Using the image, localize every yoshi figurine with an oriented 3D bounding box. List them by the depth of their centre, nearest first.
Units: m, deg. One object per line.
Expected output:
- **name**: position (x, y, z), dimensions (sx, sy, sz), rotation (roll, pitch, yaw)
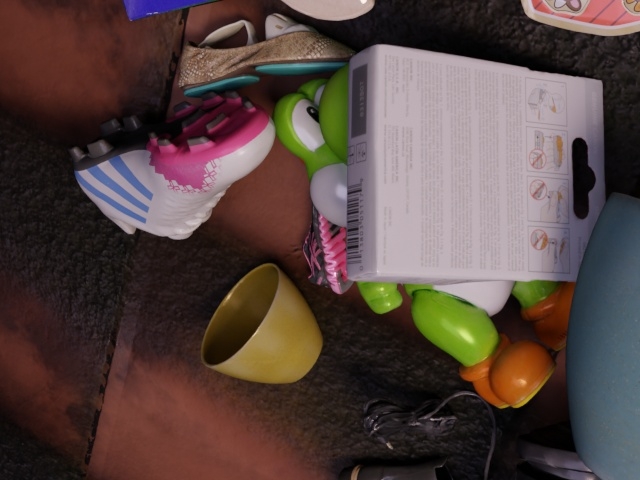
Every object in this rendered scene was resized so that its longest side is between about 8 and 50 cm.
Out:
- **yoshi figurine**: position (0.104, -0.031, 0.919), dimensions (0.362, 0.203, 0.203), rotation (45, 110, 6)

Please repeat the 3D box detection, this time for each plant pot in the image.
- **plant pot**: position (0.306, 0.118, 0.765), dimensions (0.290, 0.290, 0.195), rotation (30, 95, 14)
- **plant pot**: position (-0.055, 0.107, 1.111), dimensions (0.095, 0.134, 0.134), rotation (38, 130, -23)

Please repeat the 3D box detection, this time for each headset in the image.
- **headset**: position (0.197, 0.272, 0.938), dimensions (0.394, 0.185, 0.243), rotation (46, 119, 50)

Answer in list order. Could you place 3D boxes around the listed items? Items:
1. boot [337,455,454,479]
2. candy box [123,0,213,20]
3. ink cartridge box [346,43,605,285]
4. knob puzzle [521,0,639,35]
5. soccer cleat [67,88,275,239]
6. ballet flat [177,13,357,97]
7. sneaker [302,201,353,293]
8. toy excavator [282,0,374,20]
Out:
- **boot**: position (0.114, 0.346, 1.155), dimensions (0.137, 0.077, 0.197), rotation (-17, 105, 29)
- **candy box**: position (-0.058, -0.360, 0.883), dimensions (0.317, 0.122, 0.268), rotation (-4, 110, 32)
- **ink cartridge box**: position (0.134, -0.056, 0.849), dimensions (0.066, 0.232, 0.189), rotation (-9, 79, 60)
- **knob puzzle**: position (0.237, -0.253, 0.824), dimensions (0.213, 0.030, 0.213), rotation (12, 118, 24)
- **soccer cleat**: position (-0.140, -0.068, 1.056), dimensions (0.331, 0.116, 0.143), rotation (1, 128, 50)
- **ballet flat**: position (-0.060, -0.191, 1.000), dimensions (0.206, 0.073, 0.067), rotation (-5, 89, 27)
- **sneaker**: position (0.000, 0.000, 1.073), dimensions (0.057, 0.047, 0.119), rotation (9, 116, 38)
- **toy excavator**: position (0.133, -0.387, 0.644), dimensions (0.433, 0.222, 0.445), rotation (-7, 117, 9)
